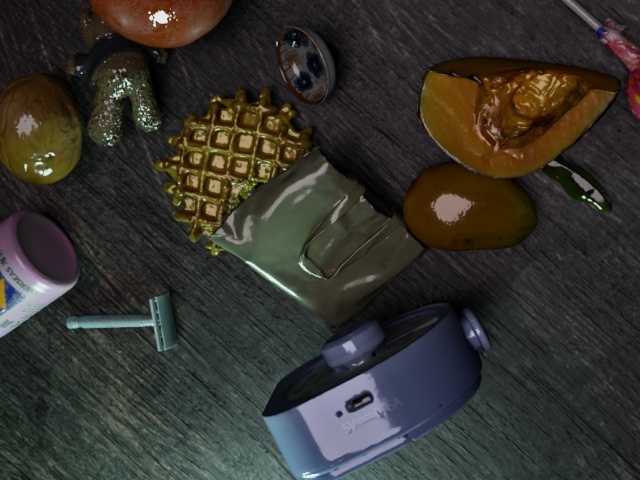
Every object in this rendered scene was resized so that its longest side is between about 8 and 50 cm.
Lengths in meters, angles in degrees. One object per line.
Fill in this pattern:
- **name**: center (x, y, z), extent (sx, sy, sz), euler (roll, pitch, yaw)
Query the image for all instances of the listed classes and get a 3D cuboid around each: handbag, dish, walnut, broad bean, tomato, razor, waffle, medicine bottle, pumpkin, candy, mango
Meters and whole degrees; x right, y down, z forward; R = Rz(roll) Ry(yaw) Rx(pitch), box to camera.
- **handbag**: center (0.005, 0.000, 1.616), extent (0.253, 0.109, 0.315), euler (-42, 117, 16)
- **dish**: center (-0.005, -0.310, 1.607), extent (0.141, 0.078, 0.141), euler (38, 144, 35)
- **walnut**: center (-0.515, -0.205, 1.716), extent (0.167, 0.167, 0.207), euler (12, 113, 13)
- **broad bean**: center (0.397, -0.109, 1.552), extent (0.195, 0.046, 0.061), euler (24, 106, 9)
- **tomato**: center (-0.265, -0.454, 1.546), extent (0.264, 0.265, 0.265), euler (3, 103, 15)
- **razor**: center (-0.392, 0.159, 1.824), extent (0.231, 0.068, 0.106), euler (-5, 100, 21)
- **waffle**: center (-0.145, -0.133, 1.659), extent (0.292, 0.069, 0.260), euler (-29, 91, 6)
- **medicine bottle**: center (-0.625, 0.087, 1.805), extent (0.290, 0.178, 0.178), euler (-33, 92, 18)
- **pumpkin**: center (0.325, -0.197, 1.508), extent (0.312, 0.148, 0.169), euler (12, 119, 27)
- **candy**: center (0.451, -0.313, 1.468), extent (0.365, 0.124, 0.124), euler (44, 109, 10)
- **mango**: center (0.248, -0.058, 1.568), extent (0.221, 0.120, 0.152), euler (-2, 104, 9)

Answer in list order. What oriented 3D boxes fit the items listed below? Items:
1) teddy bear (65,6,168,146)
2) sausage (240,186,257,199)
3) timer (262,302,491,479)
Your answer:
- **teddy bear**: center (-0.354, -0.303, 1.671), extent (0.181, 0.129, 0.252), euler (-14, 95, -19)
- **sausage**: center (-0.123, -0.081, 1.709), extent (0.223, 0.029, 0.029), euler (43, 109, 3)
- **timer**: center (0.095, 0.218, 1.544), extent (0.394, 0.395, 0.173), euler (-28, 91, 19)
